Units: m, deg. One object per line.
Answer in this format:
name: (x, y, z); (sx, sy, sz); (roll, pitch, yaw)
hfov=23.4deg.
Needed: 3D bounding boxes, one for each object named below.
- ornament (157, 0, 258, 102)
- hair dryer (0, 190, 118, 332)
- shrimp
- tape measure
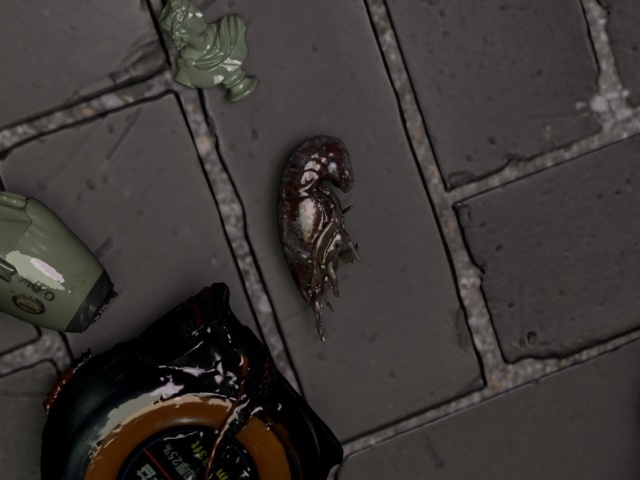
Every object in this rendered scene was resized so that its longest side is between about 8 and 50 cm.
ornament: (-0.087, -0.148, 1.189); (0.092, 0.041, 0.068); (20, 99, -23)
hair dryer: (-0.299, 0.023, 1.163); (0.225, 0.088, 0.219); (-36, 96, 10)
shrimp: (0.000, 0.000, 1.218); (0.065, 0.056, 0.165); (-10, 102, -17)
tape measure: (-0.107, 0.166, 1.182); (0.223, 0.135, 0.202); (-39, 113, -2)
